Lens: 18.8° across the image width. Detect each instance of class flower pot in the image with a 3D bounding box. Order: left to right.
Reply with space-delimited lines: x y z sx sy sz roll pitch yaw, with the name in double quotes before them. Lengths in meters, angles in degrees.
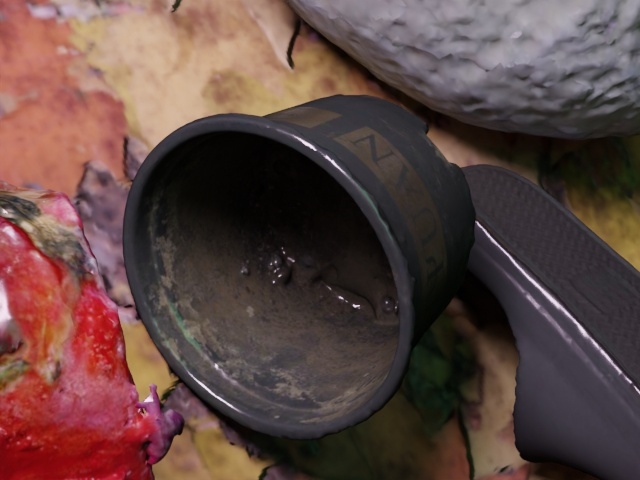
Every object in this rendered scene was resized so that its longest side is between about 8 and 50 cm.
"flower pot" 0.000 0.000 0.905 0.157 0.157 0.107 55 42 0

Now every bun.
"bun" 0.118 -0.230 1.034 0.362 0.211 0.362 12 66 -27

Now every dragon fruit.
"dragon fruit" -0.137 0.075 0.759 0.147 0.211 0.282 -23 109 -31

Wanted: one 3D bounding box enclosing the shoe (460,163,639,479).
"shoe" 0.135 0.067 1.001 0.241 0.093 0.108 47 32 21
